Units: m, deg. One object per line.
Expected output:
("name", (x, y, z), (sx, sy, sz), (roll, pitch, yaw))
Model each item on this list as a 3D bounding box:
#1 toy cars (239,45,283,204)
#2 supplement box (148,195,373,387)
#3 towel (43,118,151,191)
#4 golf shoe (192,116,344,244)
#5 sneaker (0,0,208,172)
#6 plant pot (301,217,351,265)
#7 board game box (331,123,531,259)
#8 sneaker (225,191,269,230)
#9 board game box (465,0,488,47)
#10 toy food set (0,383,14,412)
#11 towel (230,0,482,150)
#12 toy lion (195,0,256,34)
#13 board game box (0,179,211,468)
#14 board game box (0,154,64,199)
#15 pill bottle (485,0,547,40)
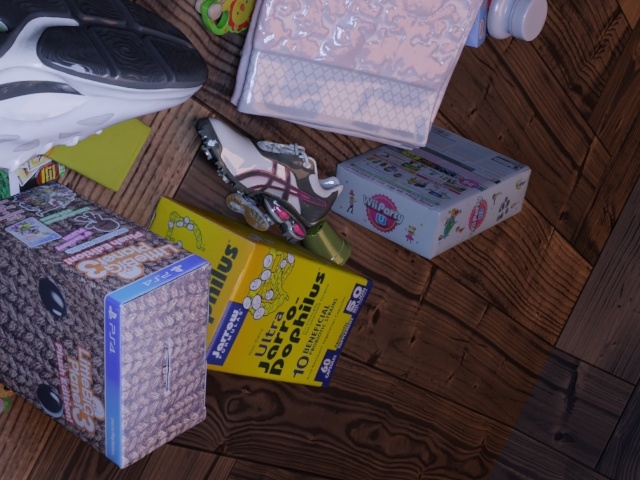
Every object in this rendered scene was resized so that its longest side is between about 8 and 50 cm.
("toy cars", (-0.039, -0.167, 1.757), (0.176, 0.087, 0.393), (-32, 136, -41))
("supplement box", (-0.109, 0.087, 1.728), (0.356, 0.195, 0.194), (19, 95, -57))
("towel", (-0.303, -0.140, 1.414), (0.102, 0.021, 0.237), (-60, 151, -1))
("golf shoe", (-0.079, -0.113, 1.668), (0.120, 0.105, 0.273), (-40, 133, 8))
("sneaker", (-0.350, -0.139, 1.251), (0.447, 0.169, 0.257), (-8, 142, -43))
("plant pot", (0.000, 0.000, 1.947), (0.083, 0.083, 0.079), (-49, 132, -23))
("board game box", (0.201, -0.094, 2.026), (0.303, 0.224, 0.097), (-24, 132, -46))
("sneaker", (-0.106, -0.049, 1.748), (0.037, 0.083, 0.032), (-30, 156, -56))
("board game box", (0.159, -0.400, 1.763), (0.039, 0.211, 0.160), (-46, 145, -47))
("toy food set", (-0.439, 0.206, 1.499), (0.083, 0.020, 0.082), (24, 91, -58))
("towel", (0.061, -0.304, 1.636), (0.332, 0.053, 0.317), (9, 110, -26))
("toy lion", (-0.124, -0.325, 1.583), (0.100, 0.034, 0.096), (-51, 153, -20))
("board game box", (-0.287, 0.095, 1.388), (0.141, 0.291, 0.232), (-27, 132, -44))
("board game box", (-0.368, -0.175, 1.334), (0.136, 0.030, 0.259), (-28, 133, -41))
("pill bottle", (0.300, -0.414, 1.988), (0.108, 0.180, 0.108), (-34, 136, -40))
